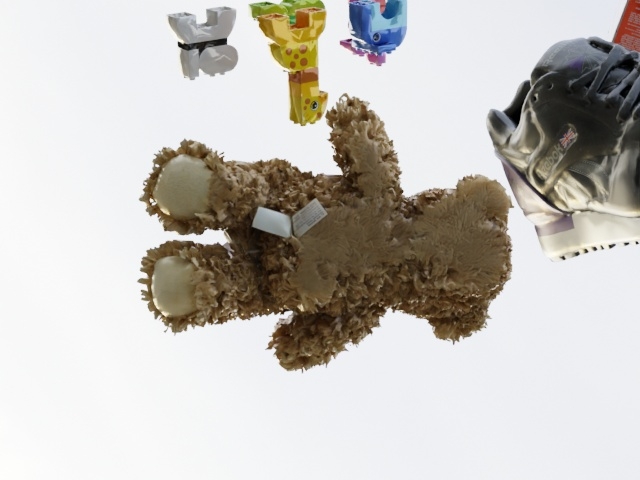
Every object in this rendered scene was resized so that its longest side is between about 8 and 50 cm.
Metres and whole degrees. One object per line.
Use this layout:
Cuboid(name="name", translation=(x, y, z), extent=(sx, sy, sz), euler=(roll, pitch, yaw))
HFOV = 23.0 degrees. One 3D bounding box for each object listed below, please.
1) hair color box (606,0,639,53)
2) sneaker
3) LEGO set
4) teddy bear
Cuboid(name="hair color box", translation=(0.248, -0.185, 1.159), extent=(0.043, 0.072, 0.141), euler=(18, -47, 3))
Cuboid(name="sneaker", translation=(0.180, -0.069, 0.952), extent=(0.124, 0.107, 0.283), euler=(56, -23, -4))
Cuboid(name="LEGO set", translation=(-0.007, -0.150, 1.299), extent=(0.087, 0.227, 0.093), euler=(25, -58, 52))
Cuboid(name="teddy bear", translation=(0.000, 0.000, 1.413), extent=(0.113, 0.338, 0.245), euler=(176, -100, -80))
